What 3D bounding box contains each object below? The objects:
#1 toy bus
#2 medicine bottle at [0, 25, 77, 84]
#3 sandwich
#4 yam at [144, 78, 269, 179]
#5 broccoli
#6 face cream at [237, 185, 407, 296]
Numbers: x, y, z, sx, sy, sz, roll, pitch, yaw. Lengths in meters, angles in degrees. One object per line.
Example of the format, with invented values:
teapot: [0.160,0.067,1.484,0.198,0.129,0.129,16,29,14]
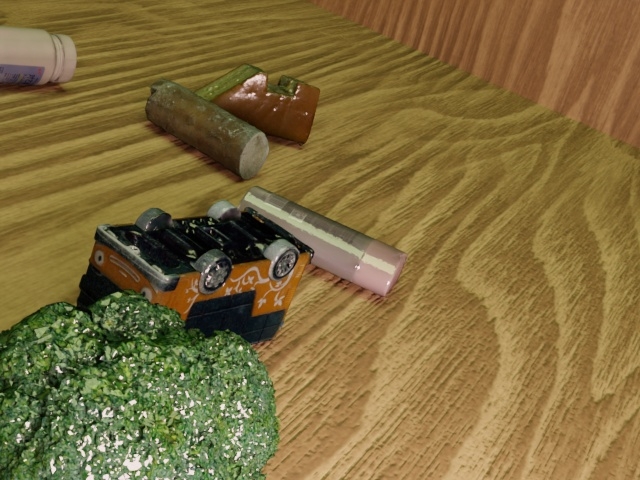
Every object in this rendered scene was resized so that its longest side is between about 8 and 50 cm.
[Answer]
toy bus: [-0.154,0.055,1.258,0.138,0.167,0.275,34,23,28]
medicine bottle: [-0.544,-0.333,1.851,0.187,0.103,0.103,-4,34,-43]
sandwich: [-0.134,-0.281,2.031,0.236,0.128,0.122,12,17,-19]
yam: [-0.210,-0.206,1.852,0.259,0.093,0.093,31,26,25]
broccoli: [-0.179,0.194,0.881,0.308,0.275,0.308,6,72,-18]
face cream: [0.000,0.000,1.599,0.269,0.073,0.107,24,29,9]
